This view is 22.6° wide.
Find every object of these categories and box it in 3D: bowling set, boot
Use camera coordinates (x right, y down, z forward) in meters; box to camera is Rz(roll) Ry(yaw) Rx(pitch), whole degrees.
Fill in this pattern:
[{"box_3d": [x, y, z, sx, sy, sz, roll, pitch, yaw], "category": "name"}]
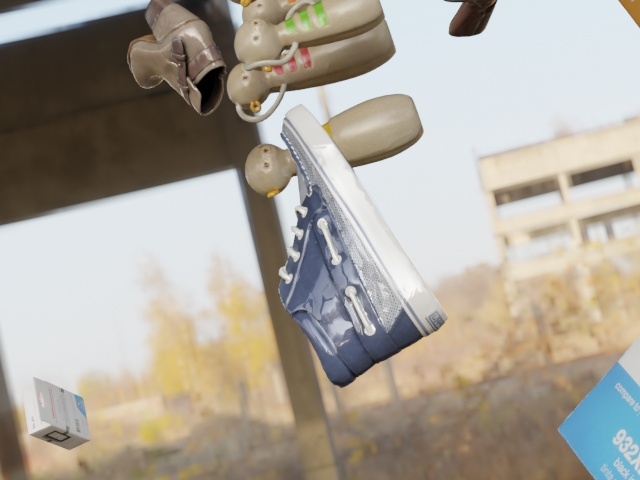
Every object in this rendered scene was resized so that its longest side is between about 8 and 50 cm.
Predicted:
[{"box_3d": [-0.029, -0.199, 1.356, 0.154, 0.287, 0.200, -19, -51, 4], "category": "bowling set"}, {"box_3d": [-0.108, -0.130, 1.232, 0.042, 0.087, 0.118, -28, -23, -24], "category": "boot"}, {"box_3d": [0.152, -0.247, 1.711, 0.106, 0.037, 0.114, -18, -17, -25], "category": "boot"}, {"box_3d": [0.000, 0.000, 1.036, 0.086, 0.190, 0.069, -33, -32, 4], "category": "boot"}]

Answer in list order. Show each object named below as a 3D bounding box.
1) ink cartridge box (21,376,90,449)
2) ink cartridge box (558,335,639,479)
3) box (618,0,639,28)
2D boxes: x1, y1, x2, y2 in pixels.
[{"box_3d": [-0.258, 0.166, 1.536, 0.028, 0.048, 0.083, -25, -30, 17], "category": "ink cartridge box"}, {"box_3d": [0.361, 0.104, 1.135, 0.307, 0.223, 0.129, -50, 25, 9], "category": "ink cartridge box"}, {"box_3d": [0.341, -0.358, 1.483, 0.168, 0.345, 0.215, -32, -7, -36], "category": "box"}]
